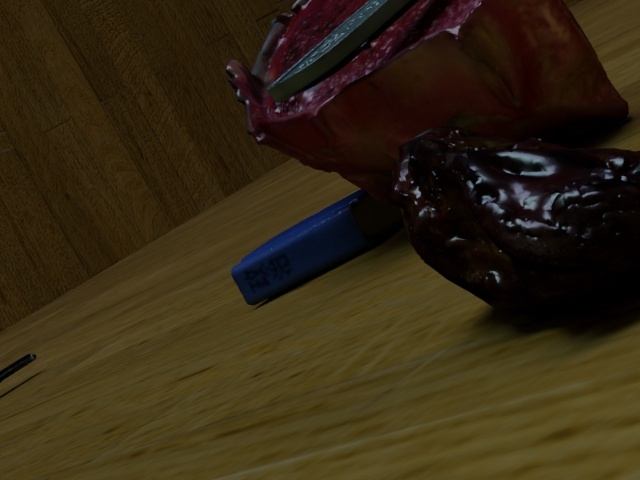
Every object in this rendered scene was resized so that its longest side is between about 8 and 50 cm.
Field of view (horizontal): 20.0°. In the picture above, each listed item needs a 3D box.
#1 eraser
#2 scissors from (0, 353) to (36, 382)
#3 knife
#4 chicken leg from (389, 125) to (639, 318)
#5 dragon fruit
[{"bbox_3d":[0.000,0.000,0.989,0.085,0.027,0.063,-27,4,29],"label":"eraser"},{"bbox_3d":[-0.334,0.163,1.358,0.317,0.024,0.160,-33,4,-37],"label":"scissors"},{"bbox_3d":[0.055,-0.132,0.843,0.210,0.015,0.028,-44,30,-19],"label":"knife"},{"bbox_3d":[0.066,-0.009,0.531,0.093,0.053,0.205,-7,9,-7],"label":"chicken leg"},{"bbox_3d":[0.047,-0.078,0.934,0.161,0.126,0.274,-35,21,2],"label":"dragon fruit"}]
